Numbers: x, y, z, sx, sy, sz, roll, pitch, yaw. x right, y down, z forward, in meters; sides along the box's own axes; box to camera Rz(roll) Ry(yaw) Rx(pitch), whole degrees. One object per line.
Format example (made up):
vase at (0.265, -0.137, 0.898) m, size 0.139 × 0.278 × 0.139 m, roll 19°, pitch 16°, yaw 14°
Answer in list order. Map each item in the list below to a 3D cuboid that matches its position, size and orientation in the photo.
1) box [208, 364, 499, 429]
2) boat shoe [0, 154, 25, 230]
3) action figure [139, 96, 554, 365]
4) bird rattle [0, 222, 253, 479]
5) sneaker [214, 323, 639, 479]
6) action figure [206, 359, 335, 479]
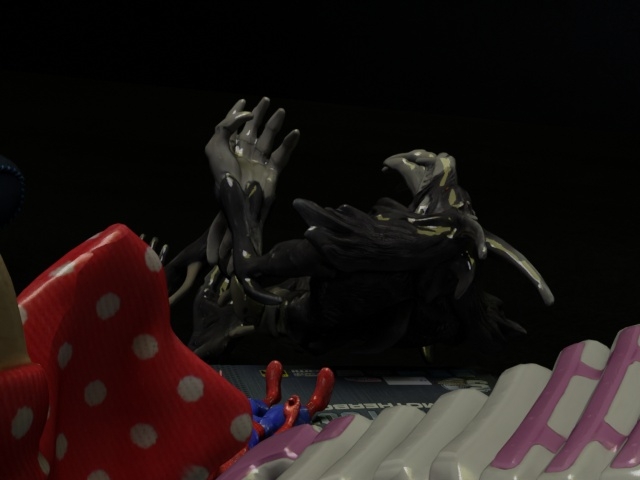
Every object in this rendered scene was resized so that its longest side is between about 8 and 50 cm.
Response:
box at (-0.009, 0.105, 0.567) m, size 0.232 × 0.059 × 0.183 m, roll 1°, pitch 13°, yaw -11°
boat shoe at (-0.304, 0.008, 0.932) m, size 0.089 × 0.109 × 0.258 m, roll 19°, pitch 35°, yaw 34°
action figure at (0.000, 0.000, 0.693) m, size 0.164 × 0.141 × 0.275 m, roll 25°, pitch -28°, yaw -38°
bird rattle at (-0.106, 0.070, 0.295) m, size 0.143 × 0.207 × 0.253 m, roll 20°, pitch 51°, yaw 24°
sneaker at (0.060, 0.097, 0.388) m, size 0.236 × 0.105 × 0.095 m, roll -22°, pitch 8°, yaw 38°
action figure at (-0.027, 0.071, 0.515) m, size 0.038 × 0.030 × 0.115 m, roll 11°, pitch 16°, yaw 15°
